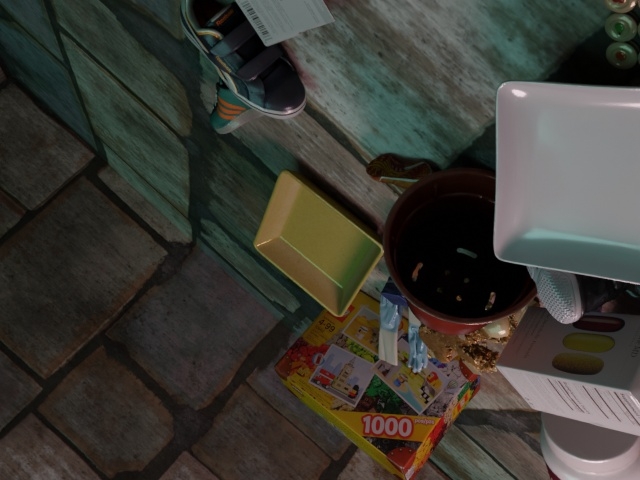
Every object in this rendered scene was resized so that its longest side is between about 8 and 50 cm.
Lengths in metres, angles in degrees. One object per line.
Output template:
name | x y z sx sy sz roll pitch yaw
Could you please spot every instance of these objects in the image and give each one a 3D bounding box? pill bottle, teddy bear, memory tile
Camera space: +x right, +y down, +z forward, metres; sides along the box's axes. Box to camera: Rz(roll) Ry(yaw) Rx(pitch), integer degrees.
pill bottle | 0.609 0.476 1.332 0.224 0.224 0.392 24 153 43
teddy bear | 0.333 0.172 1.371 0.245 0.113 0.338 45 155 26
memory tile | 0.372 -0.220 0.640 0.148 0.012 0.113 25 154 41

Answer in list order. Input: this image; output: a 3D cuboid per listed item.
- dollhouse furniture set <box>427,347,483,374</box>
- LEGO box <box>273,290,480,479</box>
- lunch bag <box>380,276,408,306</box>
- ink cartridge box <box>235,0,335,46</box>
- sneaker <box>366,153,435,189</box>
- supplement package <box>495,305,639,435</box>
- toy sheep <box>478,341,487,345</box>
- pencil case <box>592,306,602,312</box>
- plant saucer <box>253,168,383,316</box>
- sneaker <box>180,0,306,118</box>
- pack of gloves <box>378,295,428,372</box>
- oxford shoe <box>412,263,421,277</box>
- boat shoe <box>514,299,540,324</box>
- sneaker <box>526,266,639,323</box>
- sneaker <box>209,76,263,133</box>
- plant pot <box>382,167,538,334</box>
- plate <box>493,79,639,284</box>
dollhouse furniture set | 0.347 0.322 1.707 0.161 0.101 0.182 46 161 -10
LEGO box | 0.173 0.422 1.855 0.500 0.372 0.193 30 157 31
lunch bag | 0.214 0.133 1.626 0.067 0.065 0.098 40 161 -29
ink cartridge box | -0.095 -0.462 0.978 0.238 0.060 0.275 10 142 56
sneaker | 0.157 -0.125 1.197 0.175 0.064 0.067 25 164 48
supplement package | 0.438 0.205 0.980 0.134 0.139 0.244 47 156 -21
toy sheep | 0.369 0.249 1.537 0.091 0.091 0.132 14 127 55
pencil case | 0.448 0.089 1.030 0.206 0.086 0.088 64 -179 -54
plant saucer | 0.000 0.000 1.619 0.332 0.081 0.333 39 139 11
sneaker | -0.155 -0.373 1.184 0.321 0.126 0.127 42 164 3
pack of gloves | 0.243 0.243 1.700 0.195 0.046 0.232 13 105 53
oxford shoe | 0.209 0.017 1.415 0.076 0.076 0.212 5 147 12
boat shoe | 0.421 0.161 1.297 0.048 0.056 0.153 45 162 23
sneaker | 0.383 -0.018 0.922 0.101 0.153 0.269 72 -178 -72
sneaker | -0.188 -0.333 1.381 0.121 0.108 0.302 51 151 -20
plant pot | 0.252 0.049 1.109 0.272 0.272 0.265 36 167 18
plate | 0.362 -0.072 0.763 0.277 0.045 0.277 10 130 27
